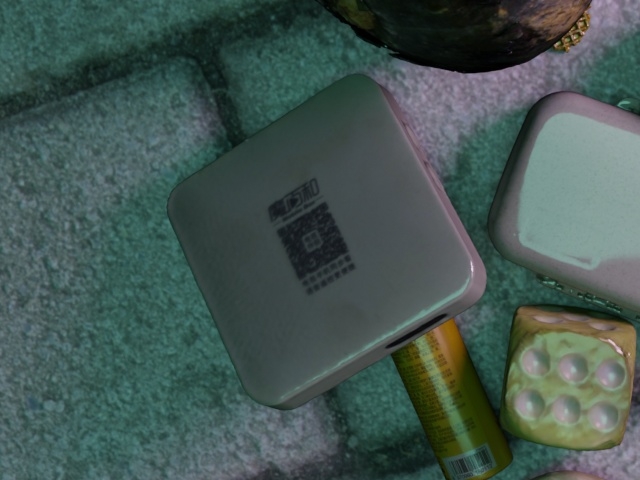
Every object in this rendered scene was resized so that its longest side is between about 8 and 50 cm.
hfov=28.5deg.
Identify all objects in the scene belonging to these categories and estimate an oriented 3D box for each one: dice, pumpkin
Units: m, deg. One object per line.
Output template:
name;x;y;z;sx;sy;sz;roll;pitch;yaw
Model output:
dice;0.337;0.184;1.725;0.169;0.169;0.166;7;100;10
pumpkin;0.137;-0.397;1.532;0.454;0.454;0.344;31;76;5

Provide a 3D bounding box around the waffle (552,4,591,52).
waffle;0.328;-0.305;1.730;0.085;0.016;0.078;38;99;3

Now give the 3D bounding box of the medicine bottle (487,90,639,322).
medicine bottle;0.426;-0.037;1.698;0.375;0.123;0.282;21;100;8

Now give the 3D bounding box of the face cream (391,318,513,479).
face cream;0.159;0.171;1.790;0.105;0.105;0.349;-23;94;13

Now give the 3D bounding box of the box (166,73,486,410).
box;0.000;0.000;1.747;0.367;0.090;0.373;-31;67;13

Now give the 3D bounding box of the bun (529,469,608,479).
bun;0.359;0.440;1.777;0.229;0.145;0.230;2;103;11
